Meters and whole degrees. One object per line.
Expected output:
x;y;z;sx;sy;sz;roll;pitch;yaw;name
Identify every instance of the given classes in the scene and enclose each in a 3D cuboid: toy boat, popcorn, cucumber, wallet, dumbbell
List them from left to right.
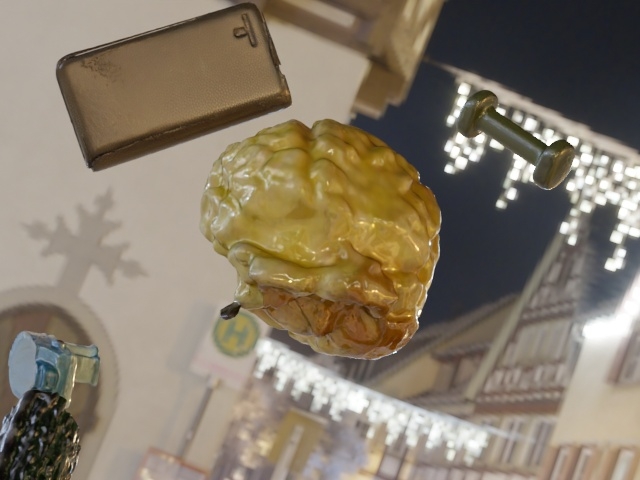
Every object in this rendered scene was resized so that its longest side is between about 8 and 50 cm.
-0.248;0.243;0.985;0.077;0.265;0.077;4;-44;4;cucumber
-0.328;0.164;1.573;0.102;0.088;0.215;12;-4;-24;toy boat
-0.134;-0.143;1.153;0.198;0.110;0.031;-19;2;-13;wallet
0.000;0.000;0.855;0.180;0.170;0.180;34;-11;8;popcorn
0.185;-0.097;1.199;0.118;0.052;0.046;37;38;28;dumbbell
